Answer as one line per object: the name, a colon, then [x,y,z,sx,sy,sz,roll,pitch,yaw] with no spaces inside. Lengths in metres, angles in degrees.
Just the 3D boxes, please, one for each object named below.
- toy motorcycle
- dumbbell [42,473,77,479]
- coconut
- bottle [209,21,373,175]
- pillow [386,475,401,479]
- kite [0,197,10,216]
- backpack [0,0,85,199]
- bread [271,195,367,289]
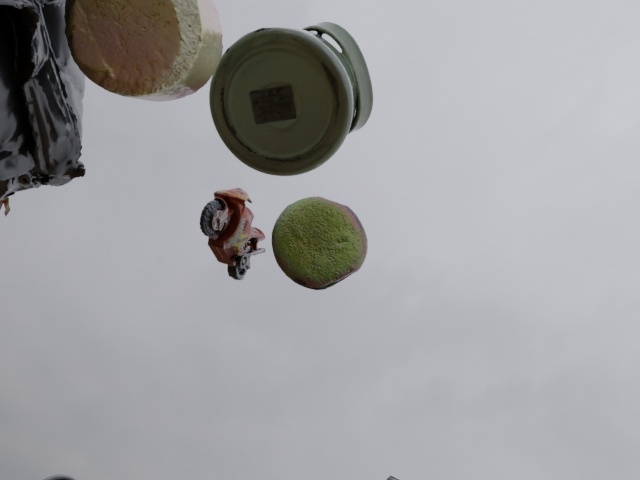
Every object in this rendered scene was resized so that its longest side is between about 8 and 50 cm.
toy motorcycle: [-0.208,-0.024,1.386,0.089,0.171,0.298,9,-29,16]
dumbbell: [-0.447,0.471,0.991,0.100,0.100,0.191,51,-31,-12]
coconut: [-0.183,-0.223,0.620,0.147,0.152,0.147,1,-76,5]
bottle: [-0.027,-0.245,0.954,0.229,0.351,0.229,3,-71,8]
pillow: [0.122,0.410,0.691,0.141,0.208,0.055,8,-17,26]
kite: [-0.484,-0.074,0.867,0.010,0.190,0.159,18,8,-43]
backpack: [-0.353,-0.222,0.534,0.255,0.363,0.445,4,-1,0]
bread: [0.000,0.000,1.319,0.228,0.228,0.033,37,-22,5]
